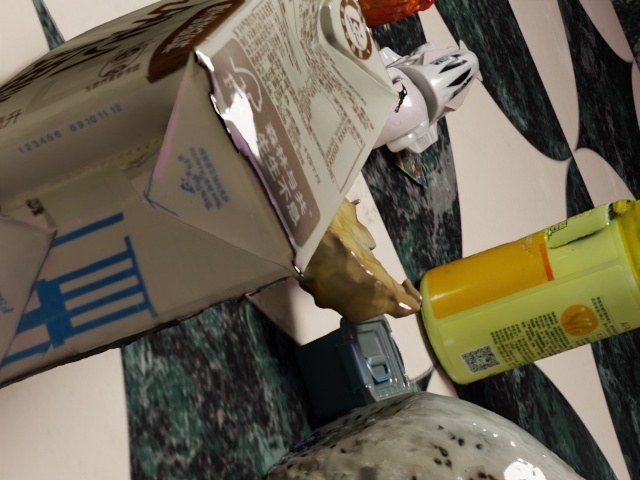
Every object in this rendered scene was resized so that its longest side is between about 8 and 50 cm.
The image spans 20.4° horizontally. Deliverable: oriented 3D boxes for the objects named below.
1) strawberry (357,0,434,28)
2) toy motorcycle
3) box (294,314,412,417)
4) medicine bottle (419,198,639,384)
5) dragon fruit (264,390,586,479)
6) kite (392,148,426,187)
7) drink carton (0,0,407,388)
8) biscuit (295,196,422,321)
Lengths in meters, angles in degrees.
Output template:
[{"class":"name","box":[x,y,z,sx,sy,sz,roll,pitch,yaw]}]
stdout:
[{"class":"strawberry","box":[0.038,-0.263,1.710,0.175,0.106,0.236,35,9,19]},{"class":"toy motorcycle","box":[0.101,-0.148,1.723,0.112,0.112,0.254,66,22,-7]},{"class":"box","box":[0.024,0.098,1.345,0.074,0.054,0.099,69,19,7]},{"class":"medicine bottle","box":[0.217,0.045,1.642,0.124,0.239,0.124,58,19,-33]},{"class":"dragon fruit","box":[0.099,0.209,1.206,0.221,0.204,0.283,66,19,-7]},{"class":"kite","box":[0.087,-0.090,1.787,0.090,0.004,0.122,59,21,-26]},{"class":"drink carton","box":[-0.085,-0.060,1.005,0.132,0.194,0.324,66,19,-14]},{"class":"biscuit","box":[0.000,0.000,1.342,0.118,0.061,0.183,38,13,-30]}]
